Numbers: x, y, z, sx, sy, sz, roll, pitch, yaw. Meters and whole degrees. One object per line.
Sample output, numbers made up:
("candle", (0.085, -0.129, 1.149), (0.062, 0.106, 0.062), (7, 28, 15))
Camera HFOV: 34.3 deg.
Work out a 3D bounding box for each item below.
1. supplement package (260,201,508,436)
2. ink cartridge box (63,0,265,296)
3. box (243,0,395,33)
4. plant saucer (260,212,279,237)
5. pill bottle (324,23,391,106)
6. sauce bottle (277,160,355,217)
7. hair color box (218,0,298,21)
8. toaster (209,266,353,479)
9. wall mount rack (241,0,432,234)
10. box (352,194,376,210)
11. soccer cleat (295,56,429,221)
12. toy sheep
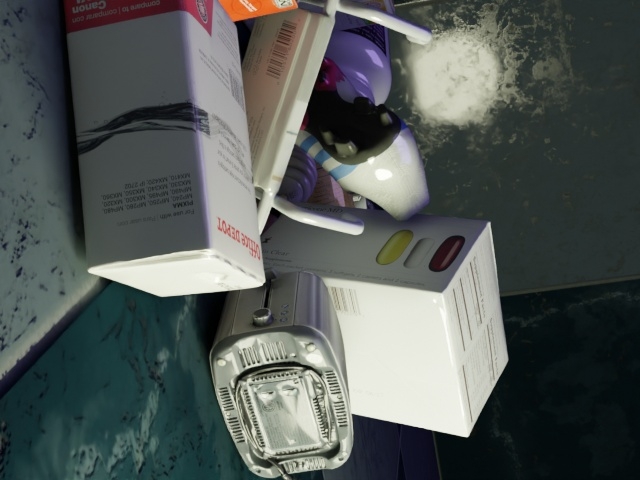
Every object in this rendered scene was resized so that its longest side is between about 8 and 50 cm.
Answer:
("supplement package", (0.064, 0.084, 1.209), (0.145, 0.262, 0.204), (-50, 136, -45))
("ink cartridge box", (-0.120, -0.082, 0.826), (0.172, 0.100, 0.237), (42, 40, -76))
("box", (-0.005, -0.359, 1.458), (0.103, 0.203, 0.114), (38, 45, -77))
("plant saucer", (-0.047, 0.057, 1.368), (0.198, 0.036, 0.198), (-8, 90, -80))
("pill bottle", (0.017, -0.303, 1.621), (0.181, 0.182, 0.323), (72, 14, -48))
("sauce bottle", (-0.021, -0.117, 1.447), (0.111, 0.111, 0.344), (-68, 148, -72))
("hair color box", (-0.096, -0.246, 0.989), (0.043, 0.141, 0.072), (58, 26, -61))
("toaster", (-0.033, 0.140, 1.089), (0.146, 0.129, 0.227), (-88, 165, -57))
("wall mount rack", (-0.033, -0.153, 1.089), (0.304, 0.130, 0.350), (32, -74, 52))
("box", (0.093, 0.008, 2.210), (0.231, 0.056, 0.183), (41, 42, -76))
("soccer cleat", (0.022, -0.122, 1.249), (0.143, 0.116, 0.331), (57, -4, -34))
("toy sheep", (-0.047, -0.080, 1.317), (0.132, 0.091, 0.091), (-88, 167, -46))
